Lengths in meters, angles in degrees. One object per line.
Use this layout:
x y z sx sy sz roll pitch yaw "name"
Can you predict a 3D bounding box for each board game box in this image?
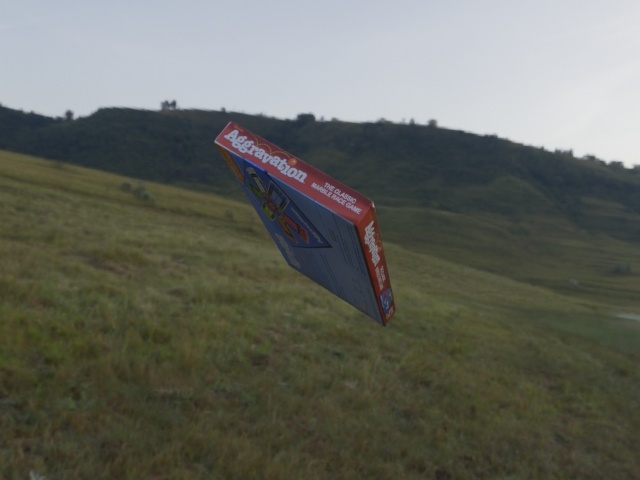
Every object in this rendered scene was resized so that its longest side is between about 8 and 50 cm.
0.000 0.000 0.610 0.145 0.027 0.281 30 -15 21 "board game box"
